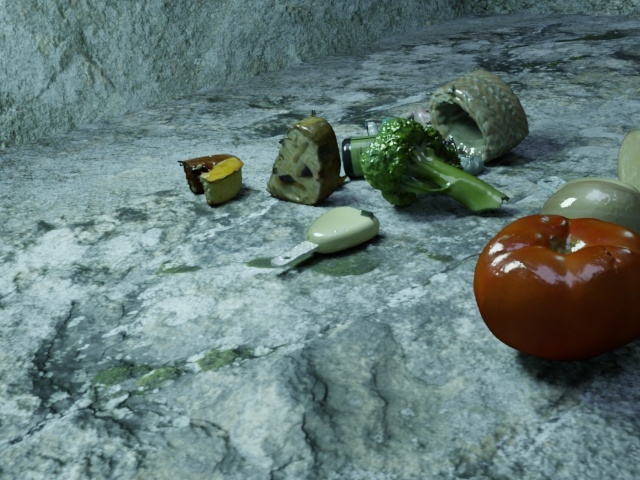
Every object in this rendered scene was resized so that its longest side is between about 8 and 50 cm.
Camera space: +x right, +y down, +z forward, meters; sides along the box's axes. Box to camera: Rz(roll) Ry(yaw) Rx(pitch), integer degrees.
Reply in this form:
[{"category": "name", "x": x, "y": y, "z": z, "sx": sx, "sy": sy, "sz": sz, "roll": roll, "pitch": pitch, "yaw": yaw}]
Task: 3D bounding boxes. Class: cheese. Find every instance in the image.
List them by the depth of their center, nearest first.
[{"category": "cheese", "x": 0.540, "y": -0.090, "z": 1.550, "sx": 0.163, "sy": 0.071, "sz": 0.249, "roll": -7, "pitch": 22, "yaw": 6}, {"category": "cheese", "x": 0.000, "y": 0.000, "z": 1.560, "sx": 0.251, "sy": 0.054, "sz": 0.127, "roll": -28, "pitch": 30, "yaw": -36}]

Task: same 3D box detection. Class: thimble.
[{"category": "thimble", "x": 0.388, "y": -0.304, "z": 1.933, "sx": 0.148, "sy": 0.229, "sz": 0.196, "roll": -29, "pitch": -11, "yaw": -24}]

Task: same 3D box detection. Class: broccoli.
[{"category": "broccoli", "x": 0.231, "y": -0.140, "z": 1.713, "sx": 0.302, "sy": 0.186, "sz": 0.254, "roll": 35, "pitch": 21, "yaw": -7}]

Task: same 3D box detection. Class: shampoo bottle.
[{"category": "shampoo bottle", "x": 0.198, "y": -0.221, "z": 1.939, "sx": 0.283, "sy": 0.101, "sz": 0.101, "roll": -6, "pitch": 23, "yaw": 8}]

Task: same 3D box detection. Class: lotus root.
[{"category": "lotus root", "x": -0.035, "y": -0.170, "z": 1.820, "sx": 0.170, "sy": 0.261, "sz": 0.074, "roll": 41, "pitch": 46, "yaw": 20}]

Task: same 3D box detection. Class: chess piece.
[{"category": "chess piece", "x": 0.760, "y": -0.149, "z": 1.516, "sx": 0.299, "sy": 0.167, "sz": 0.167, "roll": -6, "pitch": 23, "yaw": -6}]

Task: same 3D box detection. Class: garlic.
[{"category": "garlic", "x": 0.506, "y": -0.027, "z": 1.372, "sx": 0.245, "sy": 0.145, "sz": 0.164, "roll": 6, "pitch": -4, "yaw": 26}]

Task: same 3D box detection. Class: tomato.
[{"category": "tomato", "x": 0.352, "y": 0.071, "z": 1.104, "sx": 0.259, "sy": 0.180, "sz": 0.260, "roll": -8, "pitch": 26, "yaw": 4}]

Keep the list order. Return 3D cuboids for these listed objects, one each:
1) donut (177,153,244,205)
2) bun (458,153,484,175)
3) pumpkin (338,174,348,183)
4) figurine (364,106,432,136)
[{"category": "donut", "x": -0.266, "y": -0.157, "z": 1.981, "sx": 0.141, "sy": 0.085, "sz": 0.217, "roll": -17, "pitch": 25, "yaw": -18}, {"category": "bun", "x": 0.354, "y": -0.184, "z": 1.867, "sx": 0.083, "sy": 0.045, "sz": 0.083, "roll": -4, "pitch": 27, "yaw": 2}, {"category": "pumpkin", "x": 0.014, "y": -0.144, "z": 1.920, "sx": 0.101, "sy": 0.035, "sz": 0.073, "roll": -3, "pitch": 9, "yaw": 15}, {"category": "figurine", "x": 0.249, "y": -0.300, "z": 2.108, "sx": 0.245, "sy": 0.110, "sz": 0.138, "roll": -11, "pitch": 32, "yaw": 4}]
